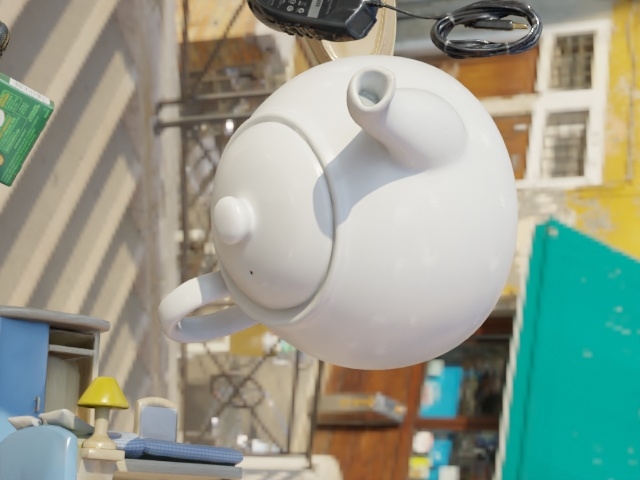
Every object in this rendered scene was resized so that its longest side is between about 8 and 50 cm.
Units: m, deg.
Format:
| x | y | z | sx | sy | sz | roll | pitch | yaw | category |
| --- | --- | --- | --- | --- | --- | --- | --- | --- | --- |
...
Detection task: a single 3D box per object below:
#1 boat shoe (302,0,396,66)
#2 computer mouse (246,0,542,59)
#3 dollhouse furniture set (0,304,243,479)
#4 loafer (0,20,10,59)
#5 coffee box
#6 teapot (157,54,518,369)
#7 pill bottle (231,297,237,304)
| x | y | z | sx | sy | sz | roll | pitch | yaw | category |
| --- | --- | --- | --- | --- | --- | --- | --- | --- | --- |
| 0.023 | -0.350 | 1.407 | 0.110 | 0.122 | 0.341 | 110 | -28 | -81 | boat shoe |
| 0.056 | -0.180 | 0.956 | 0.041 | 0.242 | 0.071 | 72 | 35 | -63 | computer mouse |
| -0.180 | 0.159 | 1.189 | 0.286 | 0.303 | 0.198 | 12 | 72 | -37 | dollhouse furniture set |
| -0.472 | -0.190 | 1.485 | 0.223 | 0.078 | 0.076 | -59 | -178 | -6 | loafer |
| -0.406 | -0.152 | 1.346 | 0.113 | 0.184 | 0.040 | -58 | -159 | 13 | coffee box |
| 0.002 | -0.015 | 0.874 | 0.187 | 0.252 | 0.256 | -6 | 108 | -37 | teapot |
| 0.000 | 0.000 | 1.310 | 0.121 | 0.216 | 0.121 | 165 | -90 | -73 | pill bottle |
